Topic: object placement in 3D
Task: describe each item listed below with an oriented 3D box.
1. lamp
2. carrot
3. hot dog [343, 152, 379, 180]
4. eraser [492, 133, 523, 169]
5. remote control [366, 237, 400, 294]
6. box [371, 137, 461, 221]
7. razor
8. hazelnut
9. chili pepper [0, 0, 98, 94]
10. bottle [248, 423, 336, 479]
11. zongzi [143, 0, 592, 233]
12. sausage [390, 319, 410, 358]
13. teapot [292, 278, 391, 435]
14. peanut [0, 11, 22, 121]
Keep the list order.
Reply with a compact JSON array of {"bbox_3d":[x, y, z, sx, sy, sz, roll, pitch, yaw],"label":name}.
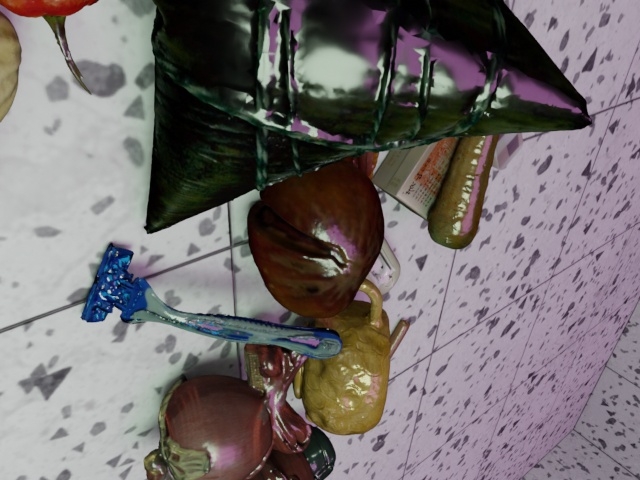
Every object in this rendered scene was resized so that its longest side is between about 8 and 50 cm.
[{"bbox_3d":[-0.131,0.236,0.711,0.223,0.151,0.215,-21,117,-40],"label":"lamp"},{"bbox_3d":[0.229,-0.127,0.757,0.078,0.078,0.298,-5,119,-42],"label":"carrot"},{"bbox_3d":[0.056,-0.148,0.682,0.066,0.047,0.215,-23,132,-35],"label":"hot dog"},{"bbox_3d":[0.283,-0.163,0.813,0.065,0.026,0.105,-46,142,-4],"label":"eraser"},{"bbox_3d":[0.073,0.021,0.825,0.078,0.042,0.221,-45,140,-7],"label":"remote control"},{"bbox_3d":[0.182,-0.139,0.800,0.141,0.058,0.201,28,98,-50],"label":"box"},{"bbox_3d":[-0.104,0.101,0.619,0.324,0.056,0.093,20,105,-26],"label":"razor"},{"bbox_3d":[0.000,0.000,0.643,0.178,0.178,0.204,1,117,-44],"label":"hazelnut"},{"bbox_3d":[-0.198,-0.199,0.371,0.084,0.086,0.192,-53,143,-51],"label":"chili pepper"},{"bbox_3d":[-0.097,0.402,0.852,0.271,0.156,0.143,-23,138,-25],"label":"bottle"},{"bbox_3d":[-0.028,-0.140,0.501,0.384,0.319,0.362,2,130,-27],"label":"zongzi"},{"bbox_3d":[0.142,0.209,1.043,0.026,0.026,0.116,20,103,-49],"label":"sausage"},{"bbox_3d":[0.017,0.180,0.803,0.167,0.203,0.311,6,125,2],"label":"teapot"},{"bbox_3d":[-0.289,-0.092,0.371,0.187,0.082,0.082,-45,140,-9],"label":"peanut"}]
